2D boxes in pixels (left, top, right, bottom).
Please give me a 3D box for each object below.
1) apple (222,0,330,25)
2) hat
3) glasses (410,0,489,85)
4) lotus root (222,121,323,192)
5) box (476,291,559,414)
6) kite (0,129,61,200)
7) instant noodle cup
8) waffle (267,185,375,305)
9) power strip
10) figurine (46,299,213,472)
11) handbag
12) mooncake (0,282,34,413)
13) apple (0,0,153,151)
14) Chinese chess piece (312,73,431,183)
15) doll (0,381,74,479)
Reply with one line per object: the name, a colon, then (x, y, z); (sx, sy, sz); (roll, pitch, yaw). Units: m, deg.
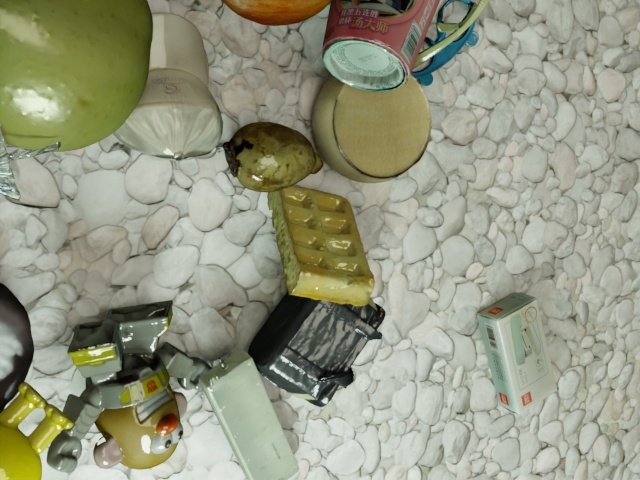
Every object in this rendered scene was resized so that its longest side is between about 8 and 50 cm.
apple: (-0.061, -0.515, 1.302); (0.302, 0.301, 0.301); (-5, 100, -28)
hat: (-0.255, -0.269, 1.332); (0.220, 0.164, 0.226); (-6, 119, -28)
glasses: (0.262, -0.449, 1.581); (0.239, 0.207, 0.102); (-42, 79, -19)
lotus root: (-0.084, -0.159, 1.448); (0.214, 0.138, 0.138); (-6, 101, -40)
box: (0.476, 0.271, 1.848); (0.135, 0.079, 0.269); (-24, 108, -23)
kite: (-0.444, -0.117, 1.087); (0.157, 0.011, 0.139); (-19, 126, -27)
instant noodle cup: (0.109, -0.422, 1.412); (0.244, 0.244, 0.255); (27, 69, -29)
waffle: (0.000, 0.000, 1.454); (0.168, 0.274, 0.057); (11, 130, -24)
power strip: (-0.136, 0.359, 1.503); (0.106, 0.043, 0.367); (-33, 126, -22)
figurine: (-0.329, 0.270, 1.359); (0.343, 0.167, 0.284); (-15, 110, -28)
handbag: (-0.005, 0.188, 1.518); (0.181, 0.181, 0.254); (39, 79, -20)
mooncake: (-0.602, 0.171, 1.209); (0.283, 0.141, 0.283); (-11, 113, -27)
apple: (-0.434, -0.326, 1.145); (0.360, 0.320, 0.311); (10, 119, -51)
Chinese chess piece: (0.105, -0.239, 1.551); (0.250, 0.103, 0.249); (-4, 99, -27)
doll: (-0.545, 0.381, 1.167); (0.199, 0.145, 0.363); (41, 77, 2)
